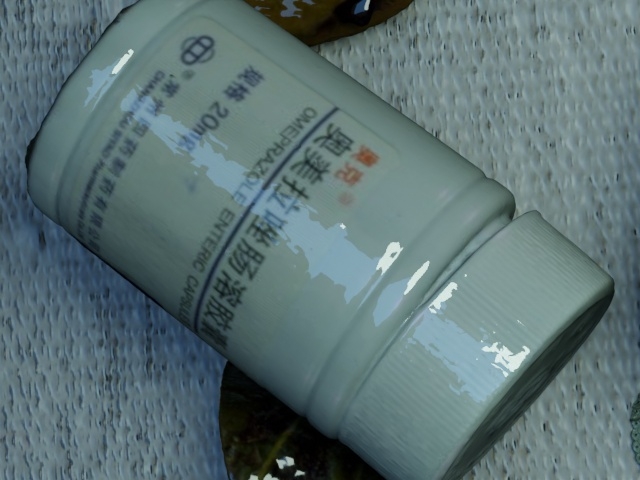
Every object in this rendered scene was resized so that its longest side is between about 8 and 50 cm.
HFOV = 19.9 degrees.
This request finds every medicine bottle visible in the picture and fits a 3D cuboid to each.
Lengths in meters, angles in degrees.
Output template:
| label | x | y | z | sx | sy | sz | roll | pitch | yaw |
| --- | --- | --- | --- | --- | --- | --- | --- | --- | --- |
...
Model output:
| label | x | y | z | sx | sy | sz | roll | pitch | yaw |
| --- | --- | --- | --- | --- | --- | --- | --- | --- | --- |
| medicine bottle | 0.000 | 0.000 | 1.141 | 0.332 | 0.190 | 0.190 | 37 | 94 | 12 |

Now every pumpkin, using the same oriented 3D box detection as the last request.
| label | x | y | z | sx | sy | sz | roll | pitch | yaw |
| --- | --- | --- | --- | --- | --- | --- | --- | --- | --- |
| pumpkin | 0.035 | 0.186 | 1.161 | 0.163 | 0.111 | 0.278 | -16 | 78 | 8 |

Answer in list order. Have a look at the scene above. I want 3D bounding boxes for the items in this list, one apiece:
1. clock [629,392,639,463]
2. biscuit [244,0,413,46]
| label | x | y | z | sx | sy | sz | roll | pitch | yaw |
| --- | --- | --- | --- | --- | --- | --- | --- | --- | --- |
| clock | 0.235 | 0.125 | 1.162 | 0.074 | 0.010 | 0.083 | -6 | 83 | 14 |
| biscuit | -0.020 | -0.274 | 1.242 | 0.296 | 0.075 | 0.295 | 0 | 91 | 16 |
